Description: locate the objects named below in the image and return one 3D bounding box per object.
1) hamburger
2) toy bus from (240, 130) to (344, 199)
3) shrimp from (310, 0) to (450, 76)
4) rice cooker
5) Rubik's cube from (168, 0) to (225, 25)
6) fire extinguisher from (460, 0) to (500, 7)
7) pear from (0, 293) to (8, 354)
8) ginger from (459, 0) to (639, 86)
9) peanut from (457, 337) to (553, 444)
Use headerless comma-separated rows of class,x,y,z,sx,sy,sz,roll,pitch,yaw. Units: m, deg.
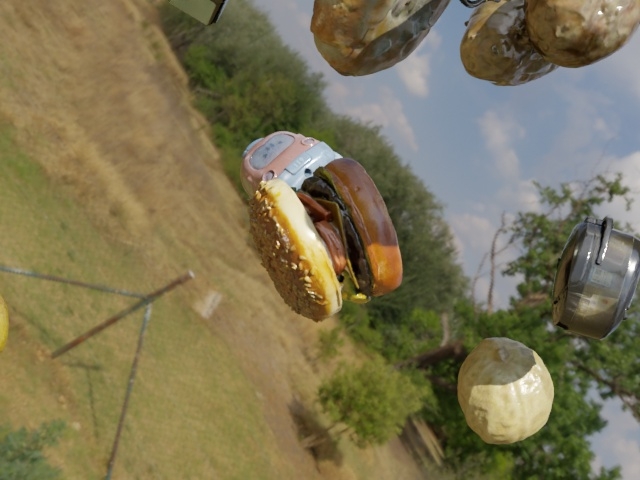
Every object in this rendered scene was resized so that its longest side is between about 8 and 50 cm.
hamburger,0.000,0.000,1.299,0.291,0.225,0.291,61,-12,23
toy bus,-0.074,-0.123,1.655,0.232,0.197,0.294,38,-18,25
shrimp,0.098,-0.293,0.692,0.164,0.316,0.062,-7,46,-42
rice cooker,0.371,0.051,0.982,0.106,0.165,0.112,26,-11,12
Rubik's cube,-0.197,-0.489,1.169,0.180,0.183,0.167,30,-23,-13
fire extinguisher,0.137,-0.244,0.679,0.132,0.039,0.056,-32,102,-57
pear,-0.663,0.157,1.304,0.208,0.209,0.209,59,1,-2
ginger,0.321,-0.289,0.936,0.304,0.245,0.155,12,-61,60
peanut,0.280,0.226,1.109,0.109,0.141,0.159,117,-42,-71
